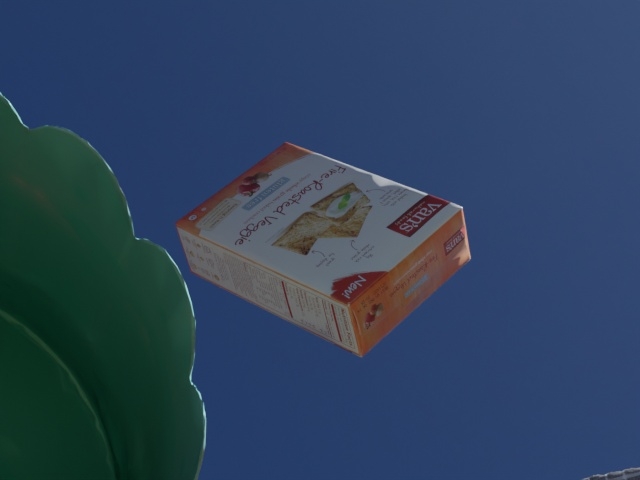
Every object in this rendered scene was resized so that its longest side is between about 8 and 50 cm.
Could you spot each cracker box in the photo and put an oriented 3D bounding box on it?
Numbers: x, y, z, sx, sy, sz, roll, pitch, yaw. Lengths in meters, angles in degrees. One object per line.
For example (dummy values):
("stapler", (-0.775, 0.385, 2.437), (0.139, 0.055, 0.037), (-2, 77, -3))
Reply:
("cracker box", (0.000, 0.000, 1.101), (0.155, 0.232, 0.067), (-39, -46, -30))

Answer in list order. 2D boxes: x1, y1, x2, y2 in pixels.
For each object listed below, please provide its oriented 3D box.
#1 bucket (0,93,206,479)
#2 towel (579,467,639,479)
("bucket", (-0.187, 0.088, 0.443), (0.281, 0.183, 0.281), (6, -115, -13))
("towel", (0.371, 0.291, 1.075), (0.283, 0.235, 0.121), (-14, -63, 9))
